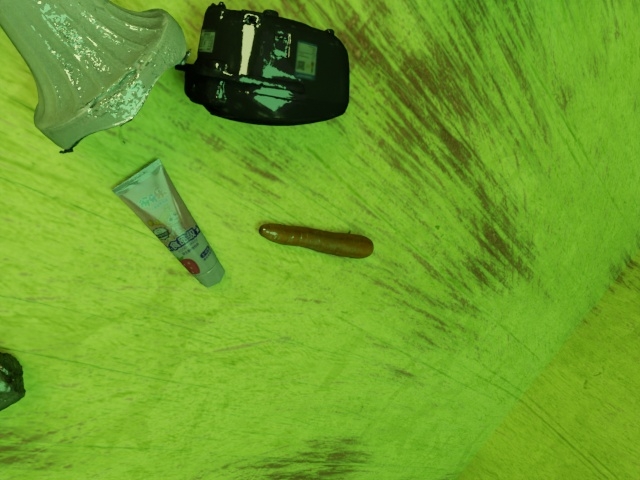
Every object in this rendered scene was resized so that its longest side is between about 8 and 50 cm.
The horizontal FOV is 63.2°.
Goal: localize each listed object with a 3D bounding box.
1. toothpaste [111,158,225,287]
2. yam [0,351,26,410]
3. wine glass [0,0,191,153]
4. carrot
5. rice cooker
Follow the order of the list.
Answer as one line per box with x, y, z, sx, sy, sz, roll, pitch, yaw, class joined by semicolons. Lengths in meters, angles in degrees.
-0.187;-0.014;0.685;0.067;0.043;0.194;-36;131;-10;toothpaste
-0.437;0.197;0.597;0.179;0.078;0.078;-33;135;-16;yam
-0.230;-0.196;0.430;0.165;0.165;0.196;-44;134;-6;wine glass
0.000;0.000;0.852;0.248;0.043;0.043;10;112;-41;carrot
-0.058;-0.191;0.592;0.203;0.142;0.118;-3;109;-39;rice cooker
